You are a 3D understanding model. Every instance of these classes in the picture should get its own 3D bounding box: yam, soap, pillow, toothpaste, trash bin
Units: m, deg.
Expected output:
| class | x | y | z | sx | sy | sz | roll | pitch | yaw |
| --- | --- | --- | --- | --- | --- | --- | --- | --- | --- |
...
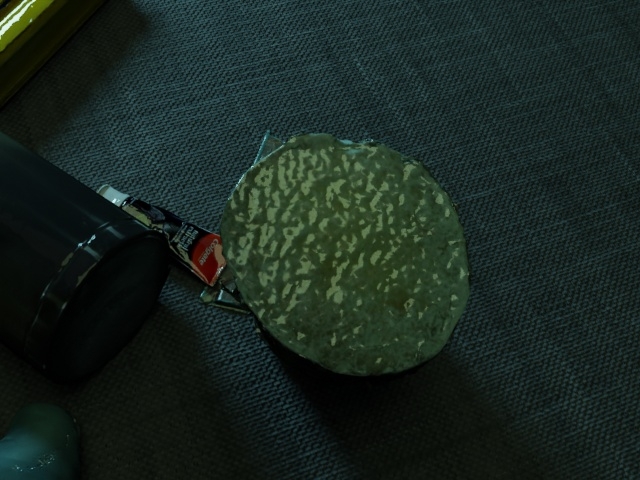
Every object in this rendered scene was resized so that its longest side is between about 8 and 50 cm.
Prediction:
| class | x | y | z | sx | sy | sz | roll | pitch | yaw |
| --- | --- | --- | --- | --- | --- | --- | --- | --- | --- |
| yam | 0.020 | 0.045 | 0.879 | 0.241 | 0.348 | 0.241 | 1 | 76 | -2 |
| soap | -0.465 | -0.359 | 1.214 | 0.204 | 0.096 | 0.324 | 27 | 59 | 9 |
| pillow | -0.368 | 0.220 | 0.858 | 0.233 | 0.086 | 0.214 | 18 | 31 | 3 |
| toothpaste | -0.204 | -0.013 | 1.066 | 0.193 | 0.045 | 0.071 | 28 | 61 | 7 |
| trash bin | -0.353 | 0.000 | 0.948 | 0.301 | 0.203 | 0.252 | 32 | 20 | 14 |

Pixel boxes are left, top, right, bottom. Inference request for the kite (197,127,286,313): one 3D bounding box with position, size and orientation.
| class | x | y | z | sx | sy | sz | roll | pitch | yaw |
| --- | --- | --- | --- | --- | --- | --- | --- | --- | --- |
| kite | 0.000 | 0.000 | 1.099 | 0.368 | 0.014 | 0.406 | -25 | 65 | -20 |
